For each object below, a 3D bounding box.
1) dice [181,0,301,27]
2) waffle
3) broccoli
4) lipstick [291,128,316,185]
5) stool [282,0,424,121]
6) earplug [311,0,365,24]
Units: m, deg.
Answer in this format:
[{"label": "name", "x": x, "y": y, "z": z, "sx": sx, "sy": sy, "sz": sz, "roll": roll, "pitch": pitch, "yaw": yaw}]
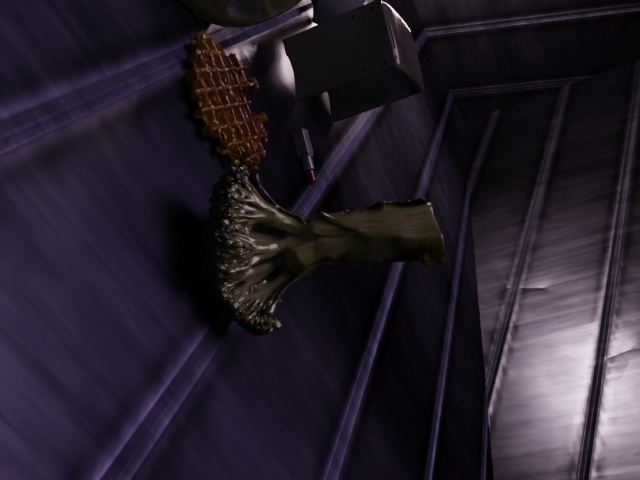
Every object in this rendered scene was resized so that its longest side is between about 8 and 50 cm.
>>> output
[{"label": "dice", "x": -0.148, "y": -0.563, "z": 1.262, "sx": 0.252, "sy": 0.249, "sz": 0.255, "roll": 31, "pitch": 46, "yaw": -60}, {"label": "waffle", "x": -0.166, "y": -0.244, "z": 1.250, "sx": 0.229, "sy": 0.051, "sz": 0.232, "roll": 49, "pitch": 32, "yaw": -46}, {"label": "broccoli", "x": 0.000, "y": 0.022, "z": 1.068, "sx": 0.221, "sy": 0.361, "sz": 0.252, "roll": -84, "pitch": -173, "yaw": -61}, {"label": "lipstick", "x": -0.031, "y": -0.183, "z": 1.556, "sx": 0.030, "sy": 0.030, "sz": 0.129, "roll": 1, "pitch": 73, "yaw": -68}, {"label": "stool", "x": 0.089, "y": -0.430, "z": 1.713, "sx": 0.243, "sy": 0.269, "sz": 0.171, "roll": 7, "pitch": 69, "yaw": -66}, {"label": "earplug", "x": 0.009, "y": -0.729, "z": 1.870, "sx": 0.326, "sy": 0.175, "sz": 0.214, "roll": 59, "pitch": 32, "yaw": -29}]
